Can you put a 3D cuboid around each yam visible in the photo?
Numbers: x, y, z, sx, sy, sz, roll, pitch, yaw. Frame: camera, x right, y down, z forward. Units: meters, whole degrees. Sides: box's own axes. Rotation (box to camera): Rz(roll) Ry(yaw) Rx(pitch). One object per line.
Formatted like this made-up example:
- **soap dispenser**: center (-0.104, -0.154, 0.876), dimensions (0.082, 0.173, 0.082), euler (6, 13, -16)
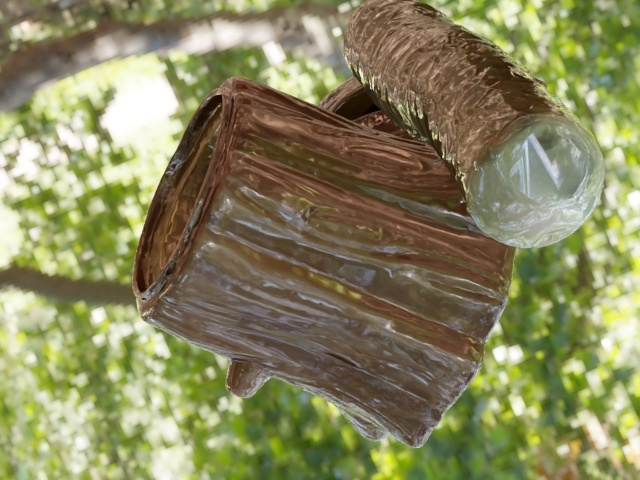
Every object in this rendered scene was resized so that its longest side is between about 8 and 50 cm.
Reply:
- **yam**: center (0.062, -0.065, 0.696), dimensions (0.066, 0.066, 0.300), euler (-24, -162, 0)

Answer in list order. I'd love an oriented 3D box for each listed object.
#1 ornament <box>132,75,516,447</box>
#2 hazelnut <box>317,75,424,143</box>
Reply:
- **ornament**: center (0.000, 0.000, 1.063), dimensions (0.235, 0.217, 0.221), euler (-60, -162, 27)
- **hazelnut**: center (0.086, -0.085, 1.529), dimensions (0.217, 0.217, 0.251), euler (-23, -145, 9)
